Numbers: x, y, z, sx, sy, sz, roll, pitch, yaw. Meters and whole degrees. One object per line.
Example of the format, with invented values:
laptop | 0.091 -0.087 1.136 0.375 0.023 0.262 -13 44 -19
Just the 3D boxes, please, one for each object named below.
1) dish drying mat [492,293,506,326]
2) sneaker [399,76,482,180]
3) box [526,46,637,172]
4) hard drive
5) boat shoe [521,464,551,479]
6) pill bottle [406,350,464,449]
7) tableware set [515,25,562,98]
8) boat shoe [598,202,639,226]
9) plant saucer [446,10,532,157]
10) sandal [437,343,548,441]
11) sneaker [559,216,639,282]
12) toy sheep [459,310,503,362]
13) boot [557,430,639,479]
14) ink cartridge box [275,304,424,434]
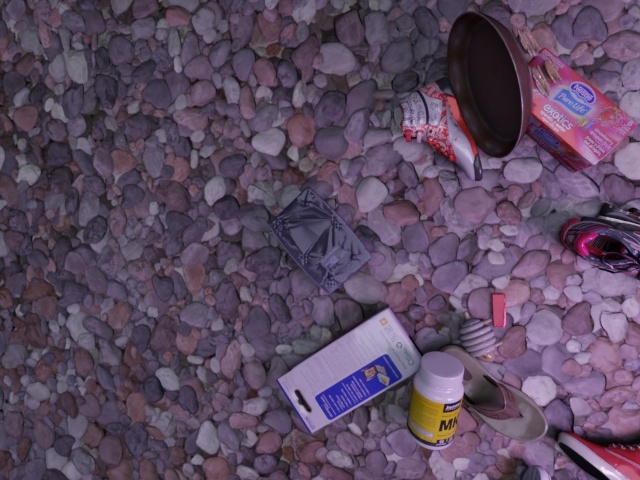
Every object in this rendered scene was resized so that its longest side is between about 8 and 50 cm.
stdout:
dish drying mat | 0.447 0.175 1.026 0.032 0.008 0.083 -3 90 12
sneaker | 0.287 -0.250 1.009 0.144 0.090 0.270 -21 84 14
box | 0.541 -0.287 0.927 0.257 0.128 0.123 45 101 9
hard drive | 0.000 0.000 1.101 0.172 0.054 0.255 -43 82 11
boat shoe | 0.534 0.652 0.995 0.075 0.083 0.227 5 101 -3
pill bottle | 0.277 0.382 0.988 0.119 0.119 0.209 7 112 13
tableware set | 0.433 -0.361 0.817 0.020 0.168 0.141 -26 100 46
boat shoe | 0.713 -0.054 0.935 0.132 0.049 0.042 17 104 16
plant saucer | 0.362 -0.332 0.880 0.050 0.310 0.311 -21 87 2
sandal | 0.407 0.382 1.002 0.302 0.086 0.120 38 100 9
sneaker | 0.692 0.039 0.898 0.299 0.112 0.121 15 109 14
toy sheep | 0.386 0.235 1.006 0.091 0.091 0.132 -28 72 13
boot | 0.702 0.483 0.949 0.244 0.088 0.176 30 70 29
ink cartridge box | 0.078 0.343 1.089 0.370 0.069 0.176 -35 85 9
